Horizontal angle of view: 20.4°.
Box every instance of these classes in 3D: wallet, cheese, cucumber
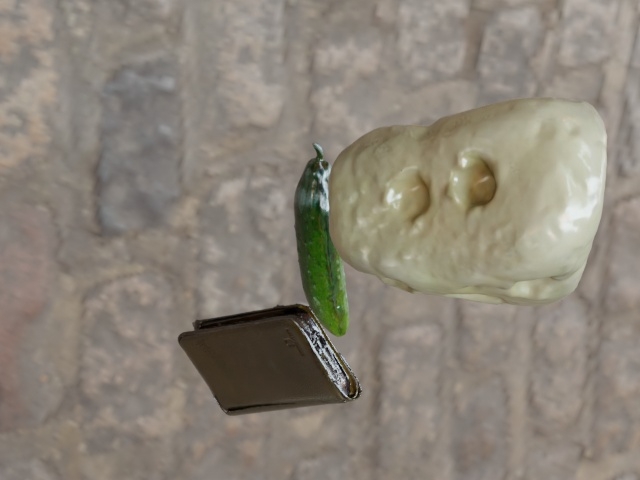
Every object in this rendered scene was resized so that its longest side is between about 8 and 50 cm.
[{"bbox_3d":[-0.052,0.118,1.723,0.031,0.198,0.110,-42,109,-35],"label":"wallet"},{"bbox_3d":[0.148,-0.036,1.612,0.251,0.248,0.173,8,73,-19],"label":"cheese"},{"bbox_3d":[0.000,0.000,2.020,0.056,0.056,0.250,-25,122,-35],"label":"cucumber"}]
